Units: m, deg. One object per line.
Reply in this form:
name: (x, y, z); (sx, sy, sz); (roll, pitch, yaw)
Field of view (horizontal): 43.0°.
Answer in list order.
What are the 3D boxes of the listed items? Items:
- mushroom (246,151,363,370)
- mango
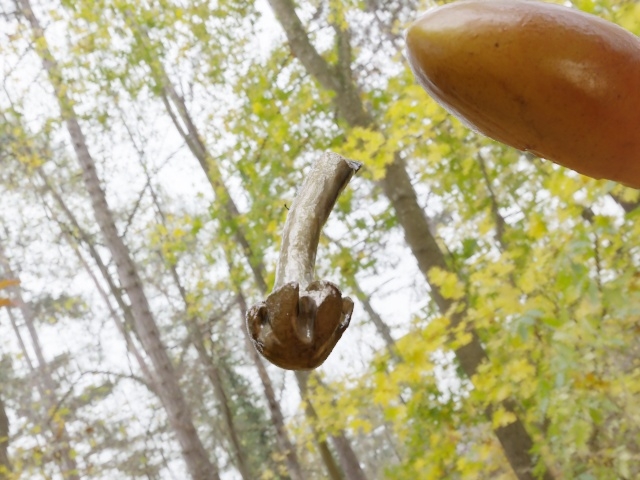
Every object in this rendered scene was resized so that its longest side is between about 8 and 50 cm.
mushroom: (0.000, 0.000, 0.528); (0.060, 0.187, 0.061); (34, -42, -24)
mango: (0.161, -0.113, 0.582); (0.141, 0.217, 0.102); (-108, 38, -74)
